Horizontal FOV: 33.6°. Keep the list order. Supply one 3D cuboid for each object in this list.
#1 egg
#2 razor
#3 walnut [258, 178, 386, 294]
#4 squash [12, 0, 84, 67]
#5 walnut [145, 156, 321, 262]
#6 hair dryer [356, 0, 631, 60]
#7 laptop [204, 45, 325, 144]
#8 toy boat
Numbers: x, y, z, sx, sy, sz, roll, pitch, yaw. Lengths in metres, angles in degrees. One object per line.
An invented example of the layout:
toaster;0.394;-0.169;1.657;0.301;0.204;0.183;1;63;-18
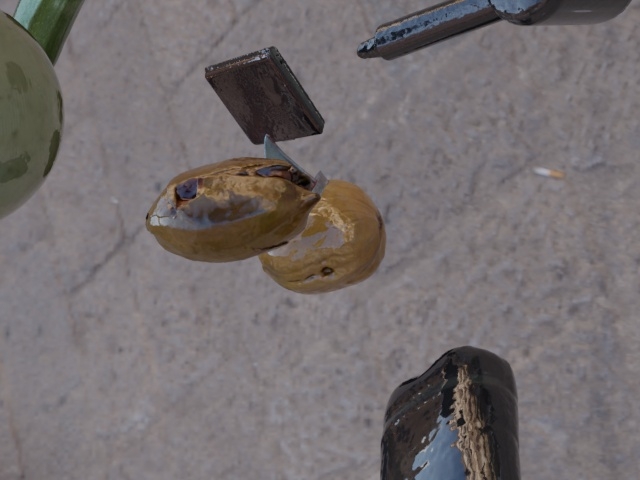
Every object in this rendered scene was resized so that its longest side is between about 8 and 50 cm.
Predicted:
egg;-0.347;-0.112;0.907;0.218;0.295;0.219;0;90;13
razor;0.153;0.292;1.199;0.204;0.113;0.349;-45;31;36
walnut;0.000;0.000;1.787;0.221;0.195;0.195;-23;61;6
squash;-0.319;-0.270;1.240;0.219;0.068;0.077;-49;29;41
walnut;-0.114;-0.038;1.376;0.245;0.137;0.137;-5;77;13
hair dryer;0.109;-0.182;0.826;0.248;0.114;0.071;-8;93;44
laptop;-0.087;-0.217;1.622;0.026;0.154;0.207;-46;23;-24
toy boat;-0.050;-0.101;1.595;0.034;0.122;0.096;-36;20;47
